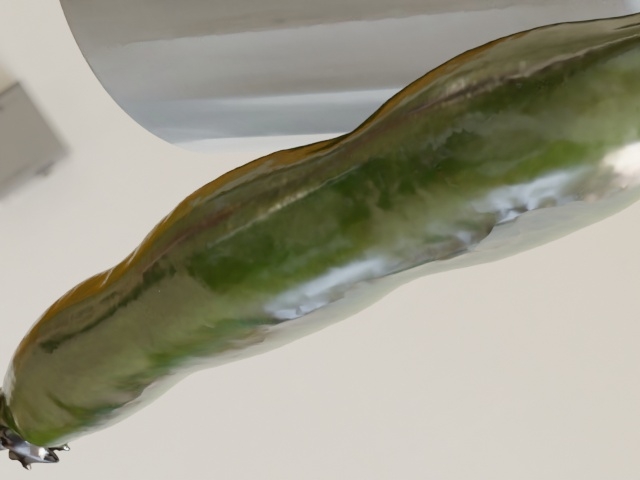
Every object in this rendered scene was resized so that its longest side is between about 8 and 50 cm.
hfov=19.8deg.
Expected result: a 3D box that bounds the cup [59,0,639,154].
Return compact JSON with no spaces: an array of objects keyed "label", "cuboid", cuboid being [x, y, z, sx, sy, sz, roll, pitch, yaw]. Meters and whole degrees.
[{"label":"cup","cuboid":[0.061,-0.200,0.821,0.327,0.237,0.323,-1,-72,38]}]

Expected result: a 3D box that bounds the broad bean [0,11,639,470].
[{"label":"broad bean","cuboid":[-0.001,0.000,0.445,0.060,0.297,0.043,21,51,-47]}]
